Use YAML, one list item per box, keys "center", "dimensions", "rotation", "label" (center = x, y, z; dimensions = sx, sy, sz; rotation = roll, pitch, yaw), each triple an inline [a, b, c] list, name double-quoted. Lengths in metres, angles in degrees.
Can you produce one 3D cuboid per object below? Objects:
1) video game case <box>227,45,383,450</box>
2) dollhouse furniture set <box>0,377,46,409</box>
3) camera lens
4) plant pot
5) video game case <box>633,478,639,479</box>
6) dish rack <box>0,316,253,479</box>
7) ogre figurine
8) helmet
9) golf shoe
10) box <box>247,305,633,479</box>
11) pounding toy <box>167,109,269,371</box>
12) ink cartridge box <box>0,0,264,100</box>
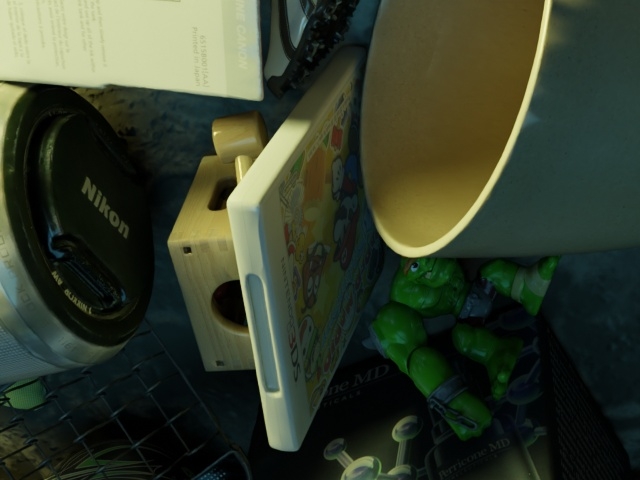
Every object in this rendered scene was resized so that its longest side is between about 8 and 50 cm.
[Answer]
- center: [0.000, 0.000, 0.749]
  dimensions: [0.026, 0.227, 0.206]
  rotation: [6, 126, 18]
  label: "video game case"
- center: [-0.342, 0.137, 0.993]
  dimensions: [0.152, 0.058, 0.076]
  rotation: [10, 125, 2]
  label: "dollhouse furniture set"
- center: [-0.282, 0.008, 0.798]
  dimensions: [0.274, 0.219, 0.219]
  rotation: [-14, 121, 17]
  label: "camera lens"
- center: [0.199, -0.099, 0.666]
  dimensions: [0.274, 0.256, 0.256]
  rotation: [8, 127, -18]
  label: "plant pot"
- center: [0.343, 0.325, 1.022]
  dimensions: [0.210, 0.042, 0.232]
  rotation: [-6, 124, 22]
  label: "video game case"
- center: [-0.206, 0.153, 0.894]
  dimensions: [0.208, 0.074, 0.271]
  rotation: [-35, 86, 1]
  label: "dish rack"
- center: [0.111, 0.045, 0.815]
  dimensions: [0.118, 0.097, 0.197]
  rotation: [22, 93, 13]
  label: "ogre figurine"
- center: [-0.196, 0.272, 1.004]
  dimensions: [0.162, 0.169, 0.169]
  rotation: [25, 125, -29]
  label: "helmet"
- center: [-0.015, -0.196, 0.721]
  dimensions: [0.094, 0.077, 0.198]
  rotation: [29, 123, 9]
  label: "golf shoe"
- center: [0.093, 0.285, 0.828]
  dimensions: [0.294, 0.395, 0.212]
  rotation: [-24, 118, 22]
  label: "box"
- center: [-0.069, -0.002, 0.784]
  dimensions: [0.094, 0.181, 0.206]
  rotation: [-4, 123, 11]
  label: "pounding toy"
- center: [-0.143, -0.234, 0.661]
  dimensions: [0.239, 0.060, 0.275]
  rotation: [7, 117, 16]
  label: "ink cartridge box"
